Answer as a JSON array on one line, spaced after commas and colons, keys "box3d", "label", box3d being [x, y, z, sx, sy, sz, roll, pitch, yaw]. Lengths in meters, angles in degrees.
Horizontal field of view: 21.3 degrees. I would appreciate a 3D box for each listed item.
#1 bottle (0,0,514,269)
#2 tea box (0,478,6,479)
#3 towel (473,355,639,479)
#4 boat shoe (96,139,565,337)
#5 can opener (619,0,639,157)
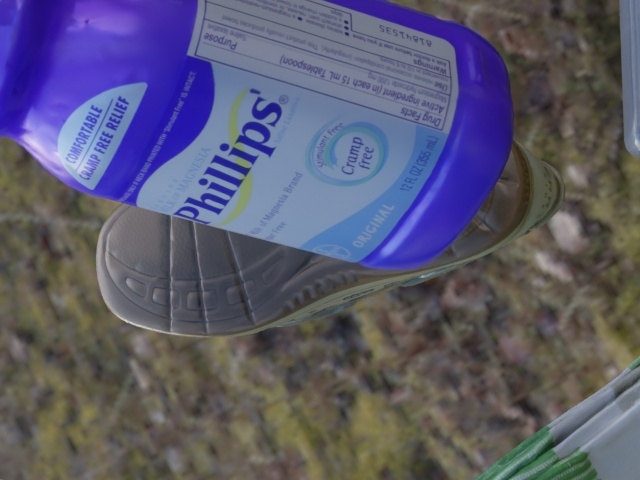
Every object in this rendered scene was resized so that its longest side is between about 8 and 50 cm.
[{"box3d": [-0.064, -0.068, 0.708, 0.118, 0.283, 0.092, 126, 151, -44], "label": "bottle"}, {"box3d": [-0.123, 0.349, 1.031, 0.329, 0.220, 0.323, 10, 123, 7], "label": "tea box"}, {"box3d": [0.208, 0.156, 0.984, 0.038, 0.325, 0.248, 39, 164, 53], "label": "towel"}, {"box3d": [0.000, 0.000, 0.988, 0.285, 0.089, 0.104, -9, 81, 28], "label": "boat shoe"}, {"box3d": [0.228, -0.196, 1.074, 0.095, 0.076, 0.283, 105, 167, -75], "label": "can opener"}]
